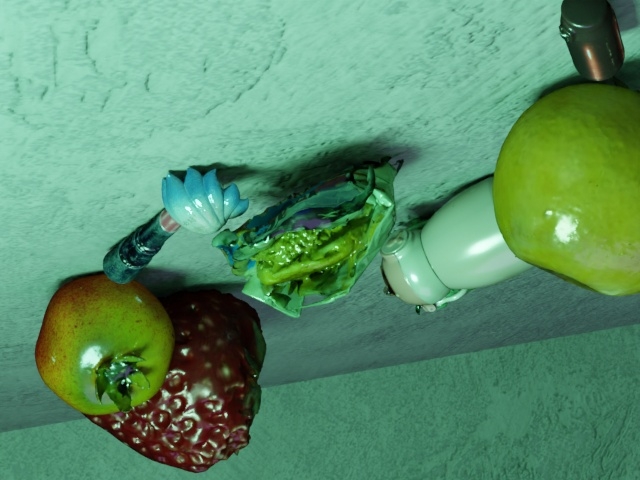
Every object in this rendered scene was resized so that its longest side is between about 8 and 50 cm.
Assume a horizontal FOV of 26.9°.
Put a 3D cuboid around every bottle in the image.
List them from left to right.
[{"bbox_3d":[0.195,0.016,1.984,0.236,0.147,0.147,-27,162,20],"label":"bottle"},{"bbox_3d":[0.272,-0.209,1.352,0.060,0.060,0.164,-14,166,14],"label":"bottle"}]

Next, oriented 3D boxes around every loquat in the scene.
[{"bbox_3d":[0.348,-0.068,1.593,0.275,0.274,0.275,-11,167,-2],"label":"loquat"}]

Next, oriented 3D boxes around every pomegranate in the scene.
[{"bbox_3d":[-0.328,0.171,2.066,0.221,0.221,0.256,-7,-150,-16],"label":"pomegranate"}]

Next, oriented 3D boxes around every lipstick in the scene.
[{"bbox_3d":[-0.234,-0.004,1.849,0.053,0.053,0.234,-3,161,-33],"label":"lipstick"}]

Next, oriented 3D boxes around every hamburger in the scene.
[{"bbox_3d":[-0.003,0.007,1.705,0.261,0.150,0.276,-27,-177,17],"label":"hamburger"}]

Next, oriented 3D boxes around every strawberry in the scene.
[{"bbox_3d":[-0.274,0.216,2.285,0.345,0.317,0.295,17,163,-16],"label":"strawberry"}]

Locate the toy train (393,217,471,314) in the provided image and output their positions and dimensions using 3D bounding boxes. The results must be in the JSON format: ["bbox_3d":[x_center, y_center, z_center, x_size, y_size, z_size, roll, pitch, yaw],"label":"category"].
[{"bbox_3d":[0.224,0.023,2.180,0.188,0.132,0.243,-19,168,-4],"label":"toy train"}]

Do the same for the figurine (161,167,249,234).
[{"bbox_3d":[-0.154,-0.054,1.654,0.114,0.079,0.114,18,149,11],"label":"figurine"}]

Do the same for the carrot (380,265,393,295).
[{"bbox_3d":[0.217,0.046,2.443,0.210,0.061,0.061,-16,167,-2],"label":"carrot"}]
